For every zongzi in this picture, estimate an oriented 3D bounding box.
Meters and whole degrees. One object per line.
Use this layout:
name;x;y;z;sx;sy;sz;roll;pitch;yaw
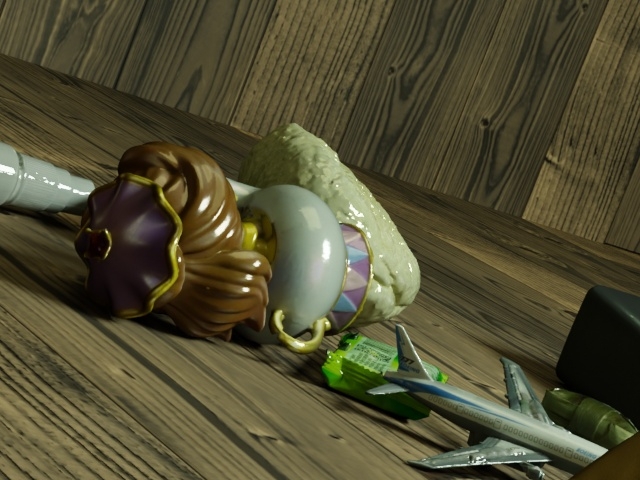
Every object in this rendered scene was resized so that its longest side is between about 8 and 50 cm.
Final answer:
zongzi;0.252;0.176;1.638;0.109;0.055;0.119;31;1;42

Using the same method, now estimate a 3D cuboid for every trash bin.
trash bin;0.365;0.146;1.936;0.165;0.115;0.225;18;10;-20

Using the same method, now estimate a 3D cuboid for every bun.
bun;0.000;0.000;1.858;0.220;0.134;0.220;52;4;-5

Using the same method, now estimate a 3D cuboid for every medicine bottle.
medicine bottle;-0.314;-0.062;1.750;0.221;0.061;0.092;16;-10;-40

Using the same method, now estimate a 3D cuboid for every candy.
candy;0.054;0.112;1.606;0.102;0.032;0.178;25;7;5

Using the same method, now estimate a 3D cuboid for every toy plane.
toy plane;0.143;0.144;1.473;0.226;0.058;0.226;31;26;12

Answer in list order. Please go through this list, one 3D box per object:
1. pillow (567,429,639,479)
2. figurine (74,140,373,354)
pillow;0.293;0.148;1.203;0.310;0.312;0.119;13;54;-55
figurine;-0.085;0.008;1.561;0.263;0.142;0.189;15;33;-39
